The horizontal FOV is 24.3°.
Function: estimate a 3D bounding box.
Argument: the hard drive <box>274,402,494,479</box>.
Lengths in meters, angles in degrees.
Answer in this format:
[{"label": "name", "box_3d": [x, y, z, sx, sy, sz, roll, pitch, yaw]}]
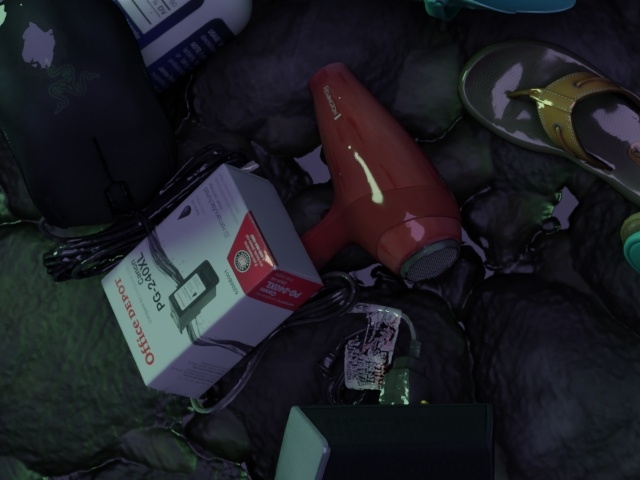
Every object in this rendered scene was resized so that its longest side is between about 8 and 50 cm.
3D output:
[{"label": "hard drive", "box_3d": [0.044, 0.244, 1.105, 0.172, 0.054, 0.254, 1, 110, -15]}]

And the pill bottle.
[{"label": "pill bottle", "box_3d": [-0.148, -0.191, 1.156, 0.265, 0.153, 0.153, -35, 85, 3]}]

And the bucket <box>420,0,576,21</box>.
[{"label": "bucket", "box_3d": [0.099, -0.294, 1.069, 0.281, 0.183, 0.281, -7, 102, -36]}]

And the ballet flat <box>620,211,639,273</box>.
[{"label": "ballet flat", "box_3d": [0.401, 0.032, 1.120, 0.342, 0.116, 0.124, 26, 68, 14]}]

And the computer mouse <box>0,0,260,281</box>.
[{"label": "computer mouse", "box_3d": [-0.157, -0.072, 1.094, 0.188, 0.272, 0.072, -29, 49, -4]}]

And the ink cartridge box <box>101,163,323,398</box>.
[{"label": "ink cartridge box", "box_3d": [-0.086, 0.033, 1.146, 0.150, 0.063, 0.109, -42, 56, 21]}]

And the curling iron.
[{"label": "curling iron", "box_3d": [0.025, 0.204, 1.183, 0.068, 0.035, 0.274, 4, 88, 11]}]

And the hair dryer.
[{"label": "hair dryer", "box_3d": [0.000, 0.000, 1.158, 0.224, 0.080, 0.293, 7, 77, 21]}]

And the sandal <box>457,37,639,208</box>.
[{"label": "sandal", "box_3d": [0.211, -0.088, 1.165, 0.219, 0.060, 0.090, 35, 91, 6]}]
